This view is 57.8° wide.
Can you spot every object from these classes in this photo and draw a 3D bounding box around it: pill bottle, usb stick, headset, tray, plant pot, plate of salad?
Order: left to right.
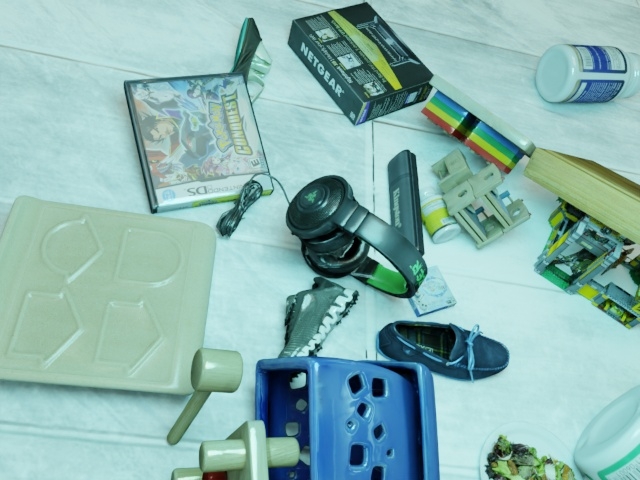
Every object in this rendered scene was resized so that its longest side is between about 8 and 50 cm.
[{"bbox_3d":[0.000,0.000,1.060,0.394,0.243,0.185,31,74,23],"label":"headset"},{"bbox_3d":[0.038,0.284,0.845,0.212,0.236,0.236,2,79,-24],"label":"plant pot"},{"bbox_3d":[0.180,-0.073,1.234,0.045,0.077,0.278,25,50,-33],"label":"usb stick"},{"bbox_3d":[0.248,-0.057,1.247,0.065,0.065,0.116,-12,62,-22],"label":"pill bottle"},{"bbox_3d":[0.370,0.408,0.993,0.199,0.048,0.200,7,57,-11],"label":"plate of salad"},{"bbox_3d":[0.744,-0.455,1.590,0.264,0.153,0.153,-4,59,-18],"label":"pill bottle"},{"bbox_3d":[0.622,-0.062,1.145,0.202,0.076,0.411,4,29,-34],"label":"tray"},{"bbox_3d":[0.628,0.433,0.956,0.361,0.204,0.204,45,58,14],"label":"pill bottle"}]

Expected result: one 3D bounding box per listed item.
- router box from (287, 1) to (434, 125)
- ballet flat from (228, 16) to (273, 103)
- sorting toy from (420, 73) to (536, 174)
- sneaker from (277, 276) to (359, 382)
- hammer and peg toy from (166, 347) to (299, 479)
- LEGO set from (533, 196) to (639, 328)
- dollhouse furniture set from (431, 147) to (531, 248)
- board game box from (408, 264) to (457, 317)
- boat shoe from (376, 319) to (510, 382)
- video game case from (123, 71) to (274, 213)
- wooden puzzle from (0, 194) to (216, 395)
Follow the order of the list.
[{"bbox_3d":[0.102,-0.449,1.448,0.243,0.081,0.309,-24,67,-28],"label":"router box"},{"bbox_3d":[-0.169,-0.388,1.335,0.096,0.095,0.280,20,65,-14],"label":"ballet flat"},{"bbox_3d":[0.364,-0.248,1.327,0.255,0.089,0.257,42,17,19],"label":"sorting toy"},{"bbox_3d":[-0.032,0.151,1.033,0.106,0.078,0.234,32,54,13],"label":"sneaker"},{"bbox_3d":[-0.119,0.344,0.776,0.127,0.266,0.361,6,57,-23],"label":"hammer and peg toy"},{"bbox_3d":[0.635,0.020,1.229,0.331,0.192,0.255,41,57,12],"label":"LEGO set"},{"bbox_3d":[0.345,-0.109,1.255,0.129,0.129,0.184,43,25,-30],"label":"dollhouse furniture set"},{"bbox_3d":[0.215,0.101,1.163,0.090,0.020,0.090,-13,63,-22],"label":"board game box"},{"bbox_3d":[0.235,0.202,1.062,0.258,0.089,0.109,5,57,-13],"label":"boat shoe"},{"bbox_3d":[-0.245,-0.205,1.175,0.248,0.035,0.275,-11,79,-22],"label":"video game case"},{"bbox_3d":[-0.365,0.094,0.976,0.347,0.080,0.322,11,56,-15],"label":"wooden puzzle"}]
